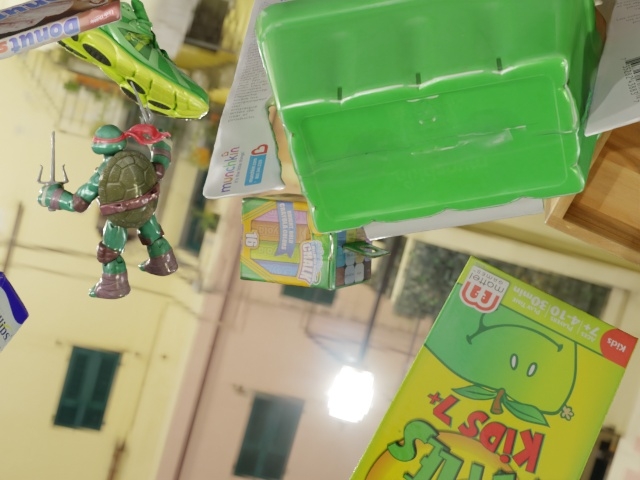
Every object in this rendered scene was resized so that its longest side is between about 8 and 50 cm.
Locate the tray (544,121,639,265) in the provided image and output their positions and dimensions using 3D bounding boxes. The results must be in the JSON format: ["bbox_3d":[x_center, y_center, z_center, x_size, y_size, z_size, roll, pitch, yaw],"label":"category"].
[{"bbox_3d":[0.460,-0.030,1.139,0.411,0.202,0.076,23,-150,-1],"label":"tray"}]

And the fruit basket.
[{"bbox_3d":[0.091,-0.149,0.868,0.327,0.165,0.353,-9,-151,11],"label":"fruit basket"}]

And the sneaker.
[{"bbox_3d":[-0.272,-0.288,1.658,0.295,0.123,0.109,38,156,-18],"label":"sneaker"}]

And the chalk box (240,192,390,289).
[{"bbox_3d":[0.000,0.000,1.721,0.213,0.132,0.132,5,-174,29],"label":"chalk box"}]

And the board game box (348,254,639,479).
[{"bbox_3d":[0.071,0.104,0.529,0.092,0.181,0.043,27,151,9],"label":"board game box"}]

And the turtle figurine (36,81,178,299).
[{"bbox_3d":[-0.239,-0.056,1.323,0.175,0.234,0.118,-17,-157,-20],"label":"turtle figurine"}]

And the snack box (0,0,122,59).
[{"bbox_3d":[-0.270,-0.190,1.012,0.178,0.022,0.064,-28,-140,-32],"label":"snack box"}]

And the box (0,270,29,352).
[{"bbox_3d":[-0.375,0.085,1.077,0.126,0.137,0.072,15,143,25],"label":"box"}]
